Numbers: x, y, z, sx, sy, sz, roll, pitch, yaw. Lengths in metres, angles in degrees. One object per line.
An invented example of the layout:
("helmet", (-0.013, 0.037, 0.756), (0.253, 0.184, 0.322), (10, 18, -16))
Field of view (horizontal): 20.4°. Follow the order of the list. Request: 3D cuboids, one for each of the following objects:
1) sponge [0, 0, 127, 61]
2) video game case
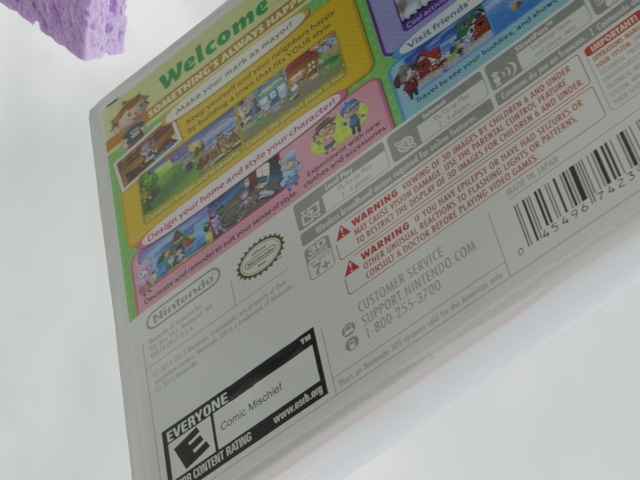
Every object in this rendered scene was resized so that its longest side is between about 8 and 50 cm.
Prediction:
("sponge", (-0.183, -0.200, 1.048), (0.210, 0.031, 0.117), (36, -49, 37))
("video game case", (0.023, -0.033, 0.507), (0.212, 0.023, 0.193), (-36, -140, 19))
